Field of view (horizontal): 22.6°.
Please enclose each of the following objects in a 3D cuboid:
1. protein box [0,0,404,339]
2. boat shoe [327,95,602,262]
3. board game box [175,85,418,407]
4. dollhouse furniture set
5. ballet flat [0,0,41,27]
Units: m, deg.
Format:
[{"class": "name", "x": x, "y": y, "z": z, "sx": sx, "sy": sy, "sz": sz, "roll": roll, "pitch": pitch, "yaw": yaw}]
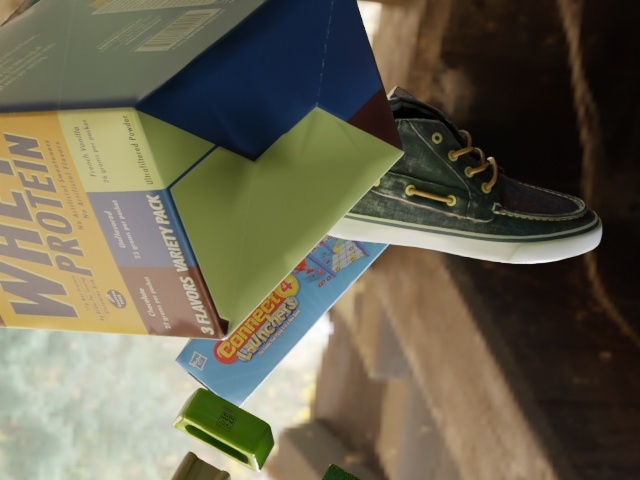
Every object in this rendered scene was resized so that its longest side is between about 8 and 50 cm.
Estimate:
[{"class": "protein box", "x": -0.100, "y": -0.057, "z": 0.899, "sx": 0.201, "sy": 0.200, "sz": 0.136, "roll": 1, "pitch": -58, "yaw": 36}, {"class": "boat shoe", "x": 0.087, "y": -0.039, "z": 0.993, "sx": 0.065, "sy": 0.183, "sz": 0.083, "roll": -82, "pitch": 177, "yaw": -66}, {"class": "board game box", "x": 0.000, "y": 0.000, "z": 1.736, "sx": 0.308, "sy": 0.086, "sz": 0.302, "roll": -48, "pitch": -176, "yaw": 20}, {"class": "dollhouse furniture set", "x": -0.113, "y": 0.320, "z": 1.486, "sx": 0.301, "sy": 0.198, "sz": 0.151, "roll": -60, "pitch": 176, "yaw": -23}, {"class": "ballet flat", "x": -0.191, "y": -0.104, "z": 1.061, "sx": 0.091, "sy": 0.241, "sz": 0.077, "roll": 20, "pitch": -33, "yaw": 39}]
